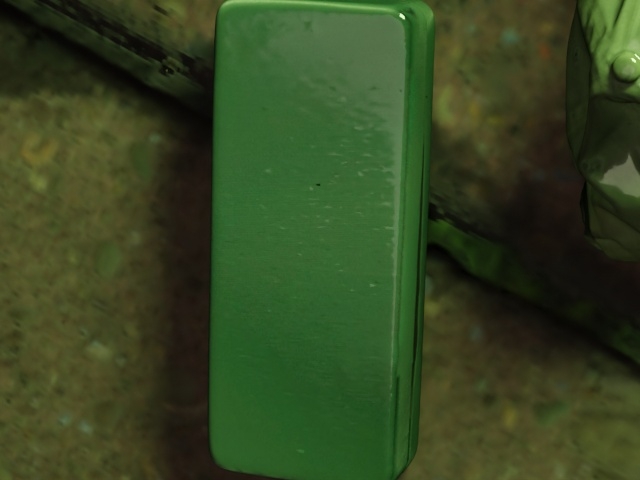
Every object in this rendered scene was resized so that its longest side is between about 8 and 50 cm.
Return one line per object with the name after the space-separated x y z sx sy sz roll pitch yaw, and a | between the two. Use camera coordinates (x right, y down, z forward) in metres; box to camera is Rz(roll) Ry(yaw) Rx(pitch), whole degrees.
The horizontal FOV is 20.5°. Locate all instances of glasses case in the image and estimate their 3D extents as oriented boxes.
0.000 0.000 0.664 0.078 0.039 0.184 6 105 16 | glasses case

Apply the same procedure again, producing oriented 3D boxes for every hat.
0.153 -0.064 0.587 0.166 0.081 0.122 -19 99 11 | hat
